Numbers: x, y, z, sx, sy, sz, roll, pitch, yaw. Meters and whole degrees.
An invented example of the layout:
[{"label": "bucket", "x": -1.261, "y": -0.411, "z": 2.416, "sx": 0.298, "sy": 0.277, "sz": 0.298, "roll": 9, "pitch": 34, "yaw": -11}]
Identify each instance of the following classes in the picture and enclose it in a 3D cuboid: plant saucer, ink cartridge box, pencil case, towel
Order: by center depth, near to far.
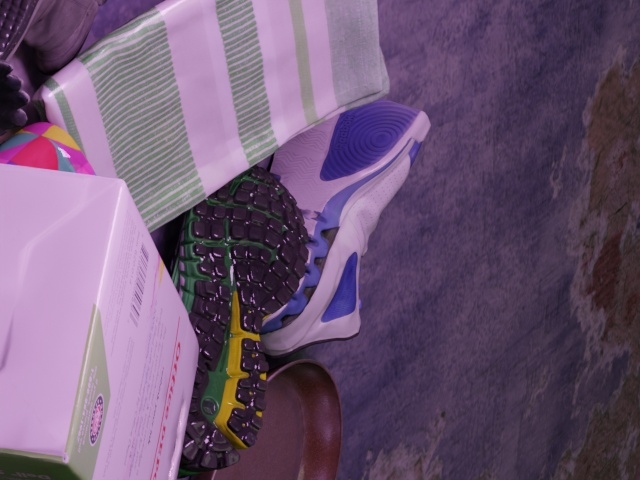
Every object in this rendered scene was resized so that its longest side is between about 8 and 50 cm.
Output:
[{"label": "ink cartridge box", "x": -0.184, "y": 0.107, "z": 1.359, "sx": 0.353, "sy": 0.119, "sz": 0.207, "roll": 76, "pitch": 21, "yaw": -67}, {"label": "pencil case", "x": -0.269, "y": 0.002, "z": 1.431, "sx": 0.236, "sy": 0.104, "sz": 0.104, "roll": -46, "pitch": 142, "yaw": -44}, {"label": "towel", "x": -0.085, "y": -0.133, "z": 1.591, "sx": 0.325, "sy": 0.038, "sz": 0.248, "roll": -30, "pitch": 146, "yaw": -15}, {"label": "plant saucer", "x": -0.069, "y": 0.275, "z": 2.029, "sx": 0.310, "sy": 0.050, "sz": 0.310, "roll": -42, "pitch": 140, "yaw": -49}]

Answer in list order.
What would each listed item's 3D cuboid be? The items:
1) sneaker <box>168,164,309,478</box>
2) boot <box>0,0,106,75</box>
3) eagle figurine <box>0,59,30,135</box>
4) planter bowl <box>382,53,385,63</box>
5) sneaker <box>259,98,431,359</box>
[{"label": "sneaker", "x": -0.118, "y": 0.067, "z": 1.762, "sx": 0.134, "sy": 0.146, "sz": 0.343, "roll": 31, "pitch": 57, "yaw": -25}, {"label": "boot", "x": -0.230, "y": -0.169, "z": 1.442, "sx": 0.246, "sy": 0.083, "sz": 0.161, "roll": -61, "pitch": 160, "yaw": -17}, {"label": "eagle figurine", "x": -0.359, "y": -0.095, "z": 1.080, "sx": 0.298, "sy": 0.226, "sz": 0.225, "roll": -30, "pitch": 169, "yaw": -35}, {"label": "planter bowl", "x": -0.031, "y": -0.190, "z": 1.755, "sx": 0.109, "sy": 0.162, "sz": 0.162, "roll": -44, "pitch": 149, "yaw": -3}, {"label": "sneaker", "x": -0.001, "y": 0.001, "z": 1.953, "sx": 0.315, "sy": 0.127, "sz": 0.182, "roll": -56, "pitch": 153, "yaw": -21}]
